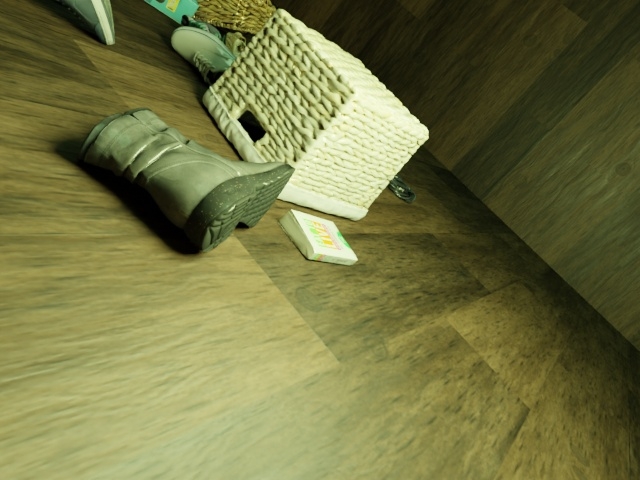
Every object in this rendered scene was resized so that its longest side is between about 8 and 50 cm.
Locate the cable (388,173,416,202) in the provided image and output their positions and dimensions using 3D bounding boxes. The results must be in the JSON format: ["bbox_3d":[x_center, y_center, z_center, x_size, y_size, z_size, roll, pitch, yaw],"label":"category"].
[{"bbox_3d":[0.253,-0.194,1.867,0.151,0.047,0.184,38,20,-10],"label":"cable"}]

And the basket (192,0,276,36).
[{"bbox_3d":[-0.248,-0.769,1.793,0.214,0.222,0.299,15,15,9],"label":"basket"}]

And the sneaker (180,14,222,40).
[{"bbox_3d":[-0.285,-0.524,1.475,0.098,0.083,0.223,-3,41,-34],"label":"sneaker"}]

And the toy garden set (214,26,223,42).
[{"bbox_3d":[-0.273,-0.551,1.645,0.244,0.049,0.204,45,20,10],"label":"toy garden set"}]

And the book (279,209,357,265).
[{"bbox_3d":[0.000,0.000,1.033,0.144,0.035,0.096,11,40,-57],"label":"book"}]

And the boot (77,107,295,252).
[{"bbox_3d":[-0.176,-0.117,0.843,0.223,0.118,0.338,37,15,3],"label":"boot"}]

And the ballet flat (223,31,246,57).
[{"bbox_3d":[-0.225,-0.479,1.482,0.067,0.073,0.206,0,51,-2],"label":"ballet flat"}]

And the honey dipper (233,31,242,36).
[{"bbox_3d":[-0.226,-0.559,1.644,0.031,0.030,0.160,26,25,-36],"label":"honey dipper"}]

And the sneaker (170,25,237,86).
[{"bbox_3d":[-0.251,-0.414,1.346,0.258,0.094,0.091,34,36,-1],"label":"sneaker"}]

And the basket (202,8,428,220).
[{"bbox_3d":[-0.008,-0.258,1.213,0.331,0.266,0.328,10,37,-52],"label":"basket"}]

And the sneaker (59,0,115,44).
[{"bbox_3d":[-0.467,-0.436,1.008,0.226,0.164,0.086,86,-12,-58],"label":"sneaker"}]

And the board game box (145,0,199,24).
[{"bbox_3d":[-0.523,-0.769,1.601,0.336,0.079,0.253,25,26,-37],"label":"board game box"}]
